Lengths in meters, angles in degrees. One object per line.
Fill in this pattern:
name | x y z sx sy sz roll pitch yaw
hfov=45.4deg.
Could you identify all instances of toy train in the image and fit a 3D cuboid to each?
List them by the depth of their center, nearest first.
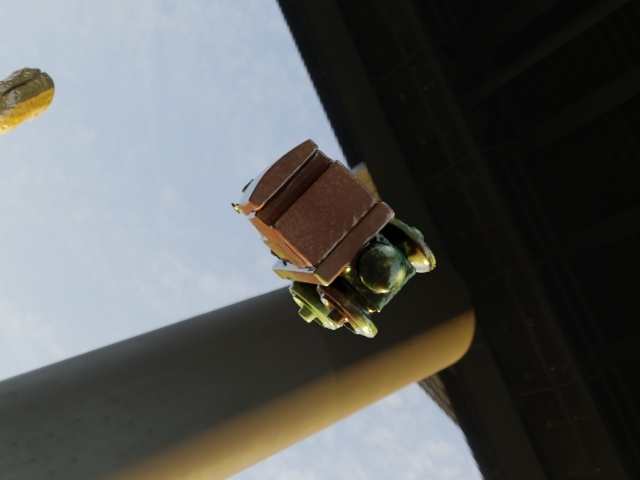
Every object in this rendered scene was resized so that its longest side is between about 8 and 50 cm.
toy train | 0.000 0.000 0.932 0.221 0.150 0.304 45 -11 -8

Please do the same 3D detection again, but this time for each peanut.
peanut | -0.461 -0.207 1.148 0.080 0.174 0.080 7 -60 12
